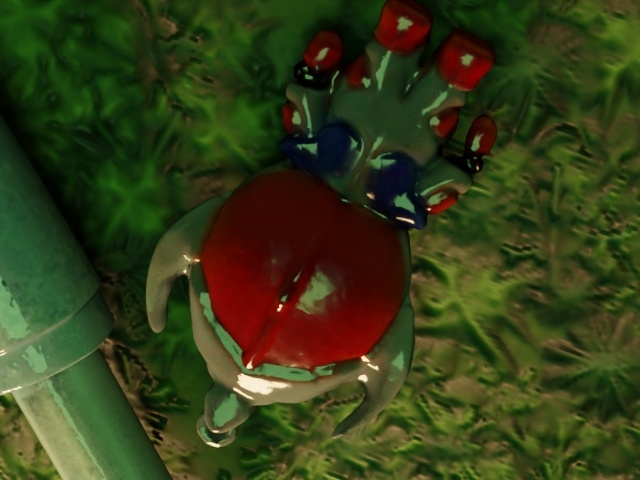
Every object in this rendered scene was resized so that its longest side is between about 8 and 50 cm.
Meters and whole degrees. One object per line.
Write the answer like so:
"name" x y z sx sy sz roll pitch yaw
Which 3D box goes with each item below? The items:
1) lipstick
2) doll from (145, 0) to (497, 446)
"lipstick" -0.112 0.047 0.683 0.068 0.061 0.274 -22 106 17
"doll" -0.001 -0.001 0.646 0.104 0.062 0.195 23 107 -18
